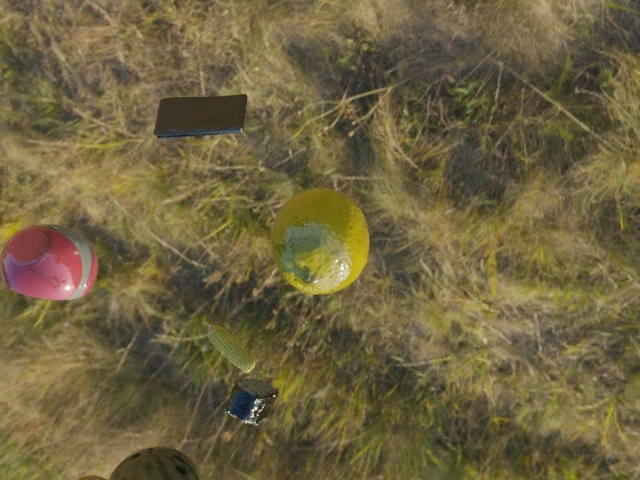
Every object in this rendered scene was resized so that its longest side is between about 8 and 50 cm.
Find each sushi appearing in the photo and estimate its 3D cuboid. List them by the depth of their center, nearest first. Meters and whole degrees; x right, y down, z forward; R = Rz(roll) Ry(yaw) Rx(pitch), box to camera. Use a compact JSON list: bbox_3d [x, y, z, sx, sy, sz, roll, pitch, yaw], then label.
[{"bbox_3d":[-0.148,0.345,1.343,0.091,0.150,0.078,24,91,13],"label":"sushi"}]

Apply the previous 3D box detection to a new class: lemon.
[{"bbox_3d":[0.000,0.002,1.929,0.336,0.336,0.336,12,130,15],"label":"lemon"}]

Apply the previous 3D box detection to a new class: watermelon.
[{"bbox_3d":[-0.342,0.533,1.287,0.212,0.212,0.212,12,130,15],"label":"watermelon"}]

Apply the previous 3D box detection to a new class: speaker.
[{"bbox_3d":[-0.874,0.080,2.030,0.294,0.294,0.294,12,130,15],"label":"speaker"}]

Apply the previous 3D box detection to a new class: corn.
[{"bbox_3d":[-0.300,0.361,2.089,0.206,0.067,0.067,40,134,13],"label":"corn"}]

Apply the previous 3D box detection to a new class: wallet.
[{"bbox_3d":[-0.315,-0.330,1.646,0.244,0.124,0.025,-2,155,9],"label":"wallet"}]

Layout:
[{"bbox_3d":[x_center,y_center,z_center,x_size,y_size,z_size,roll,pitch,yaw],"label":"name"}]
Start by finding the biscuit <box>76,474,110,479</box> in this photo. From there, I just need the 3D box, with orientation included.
[{"bbox_3d":[-0.329,0.483,1.056,0.247,0.118,0.029,19,152,2],"label":"biscuit"}]
